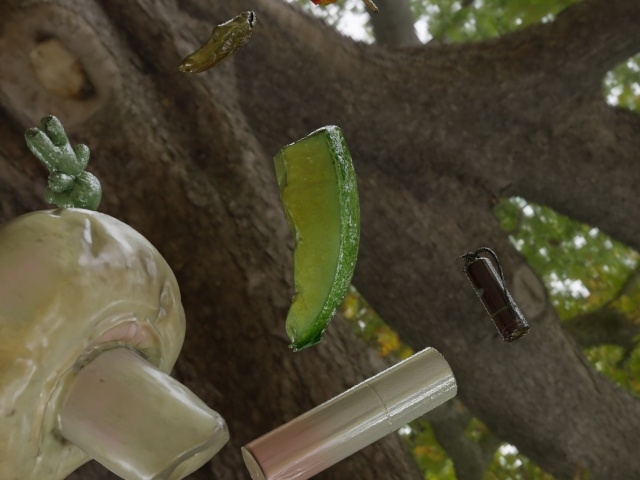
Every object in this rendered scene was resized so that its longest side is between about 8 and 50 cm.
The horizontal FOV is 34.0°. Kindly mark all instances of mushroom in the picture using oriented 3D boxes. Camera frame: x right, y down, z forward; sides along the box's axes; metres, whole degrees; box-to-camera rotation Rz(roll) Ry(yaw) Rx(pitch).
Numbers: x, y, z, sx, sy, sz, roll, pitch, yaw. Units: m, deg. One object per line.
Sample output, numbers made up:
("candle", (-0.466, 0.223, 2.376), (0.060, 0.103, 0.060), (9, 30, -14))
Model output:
("mushroom", (-0.302, 0.156, 1.196), (0.325, 0.353, 0.353), (-29, -154, 6))

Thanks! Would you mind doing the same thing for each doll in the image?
("doll", (-0.359, -0.098, 1.453), (0.077, 0.150, 0.115), (-16, -156, 17))

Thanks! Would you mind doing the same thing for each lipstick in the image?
("lipstick", (0.046, 0.266, 1.548), (0.326, 0.087, 0.087), (-25, -160, -20))

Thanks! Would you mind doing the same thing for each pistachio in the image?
("pistachio", (-0.174, -0.345, 1.858), (0.173, 0.049, 0.089), (-41, 171, -12))

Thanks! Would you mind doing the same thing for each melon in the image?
("melon", (0.000, 0.000, 1.560), (0.124, 0.324, 0.196), (-5, 178, -1))

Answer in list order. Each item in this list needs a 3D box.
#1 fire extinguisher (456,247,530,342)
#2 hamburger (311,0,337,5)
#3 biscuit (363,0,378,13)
("fire extinguisher", (0.256, 0.070, 1.541), (0.157, 0.045, 0.078), (63, -37, 27))
("hamburger", (0.010, -0.338, 0.767), (0.179, 0.276, 0.294), (0, -108, 16))
("biscuit", (-0.027, -0.398, 1.360), (0.013, 0.232, 0.237), (-45, 163, 11))
